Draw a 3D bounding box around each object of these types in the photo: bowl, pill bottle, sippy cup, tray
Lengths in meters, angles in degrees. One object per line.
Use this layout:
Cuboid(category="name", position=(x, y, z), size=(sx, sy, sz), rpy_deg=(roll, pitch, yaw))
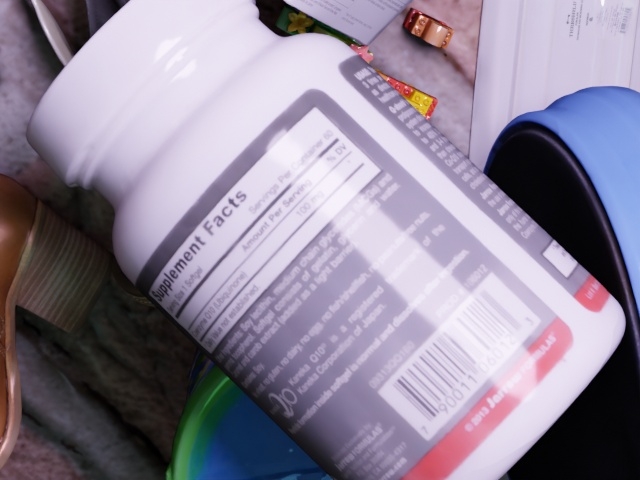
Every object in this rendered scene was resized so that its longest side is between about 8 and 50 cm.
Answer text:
Cuboid(category="bowl", position=(0.202, 0.084, 1.386), size=(0.077, 0.391, 0.391), rpy_deg=(-8, 109, -13))
Cuboid(category="pill bottle", position=(0.000, 0.000, 1.222), size=(0.363, 0.210, 0.210), rpy_deg=(44, 96, 4))
Cuboid(category="sippy cup", position=(-0.008, 0.138, 1.454), size=(0.305, 0.224, 0.240), rpy_deg=(-29, 109, -1))
Cuboid(category="tray", position=(0.200, -0.175, 1.497), size=(0.145, 0.030, 0.270), rpy_deg=(1, 107, -12))

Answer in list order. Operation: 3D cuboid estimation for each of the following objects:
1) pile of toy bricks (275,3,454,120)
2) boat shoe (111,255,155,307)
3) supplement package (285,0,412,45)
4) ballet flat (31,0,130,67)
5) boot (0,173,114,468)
Cuboid(category="pile of toy bricks", position=(0.009, -0.150, 1.428), size=(0.212, 0.105, 0.118), rpy_deg=(22, 102, -17))
Cuboid(category="boat shoe", position=(-0.088, -0.031, 1.476), size=(0.190, 0.068, 0.072), rpy_deg=(-50, 153, -6))
Cuboid(category="supplement package", position=(0.037, -0.304, 1.285), size=(0.262, 0.198, 0.199), rpy_deg=(-43, 76, 11))
Cuboid(category="ballet flat", position=(-0.172, -0.212, 1.385), size=(0.096, 0.095, 0.280), rpy_deg=(-8, 109, 5))
Cuboid(category="boot", position=(-0.314, 0.070, 1.434), size=(0.220, 0.109, 0.283), rpy_deg=(30, 97, -20))
